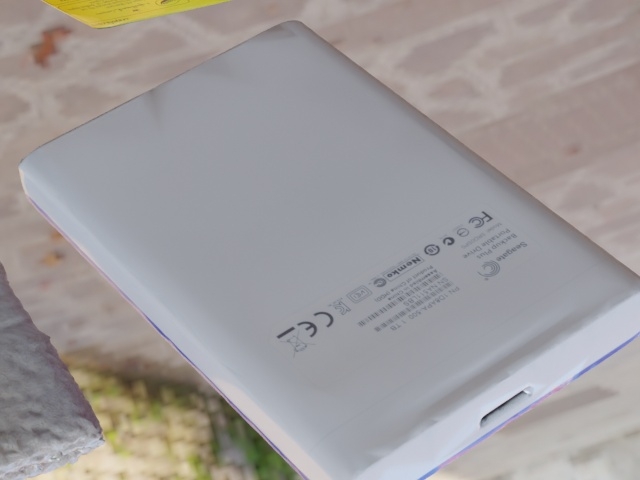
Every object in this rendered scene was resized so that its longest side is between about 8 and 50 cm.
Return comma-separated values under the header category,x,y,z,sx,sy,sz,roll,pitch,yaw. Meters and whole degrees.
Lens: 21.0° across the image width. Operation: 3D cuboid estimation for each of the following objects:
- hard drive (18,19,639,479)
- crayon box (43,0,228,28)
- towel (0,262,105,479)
category,x,y,z,sx,sy,sz,roll,pitch,yaw
hard drive,0.000,0.000,0.977,0.210,0.319,0.040,-30,139,-23
crayon box,-0.029,-0.167,0.651,0.278,0.081,0.165,-8,160,31
towel,-0.273,0.084,0.970,0.282,0.187,0.049,-16,155,-44
